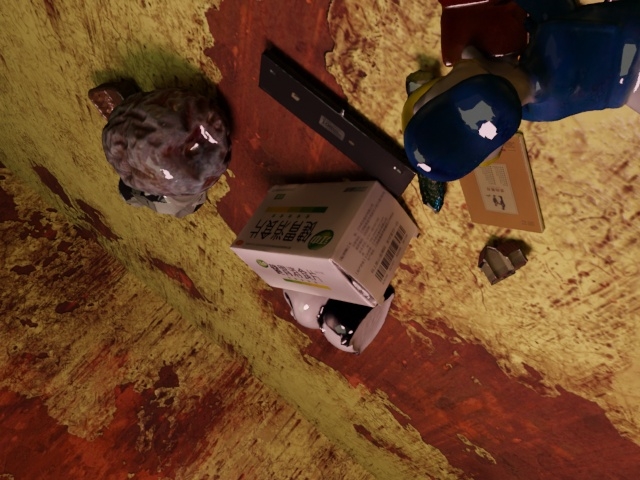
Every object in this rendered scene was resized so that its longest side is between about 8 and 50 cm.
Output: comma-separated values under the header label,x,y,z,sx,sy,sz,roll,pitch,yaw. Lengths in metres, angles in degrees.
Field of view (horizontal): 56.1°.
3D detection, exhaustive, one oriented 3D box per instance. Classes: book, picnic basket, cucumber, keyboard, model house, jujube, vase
label,x,y,z,sx,sy,sz,roll,pitch,yaw
book,0.249,-0.084,0.860,0.118,0.012,0.172,14,142,44
picnic basket,-0.485,-0.333,1.447,0.193,0.055,0.110,10,141,47
cucumber,0.158,-0.135,0.874,0.043,0.044,0.257,8,142,22
keyboard,0.026,-0.195,0.986,0.317,0.027,0.106,40,157,5
model house,0.284,0.030,0.951,0.058,0.057,0.083,63,179,16
jujube,-0.319,-0.204,1.236,0.317,0.226,0.226,17,145,50
vase,-0.418,-0.140,1.550,0.360,0.165,0.165,4,135,57

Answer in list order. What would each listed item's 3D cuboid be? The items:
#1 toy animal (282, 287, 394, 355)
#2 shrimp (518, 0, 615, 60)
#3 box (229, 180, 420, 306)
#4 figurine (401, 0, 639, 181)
label,x,y,z,sx,sy,sz,roll,pitch,yaw
toy animal,0.024,0.133,1.327,0.235,0.165,0.187,27,168,23
shrimp,0.241,-0.255,0.583,0.143,0.052,0.251,20,154,16
box,0.002,0.000,1.125,0.332,0.173,0.145,5,148,50
figurine,0.179,-0.162,0.485,0.283,0.338,0.205,40,150,31
